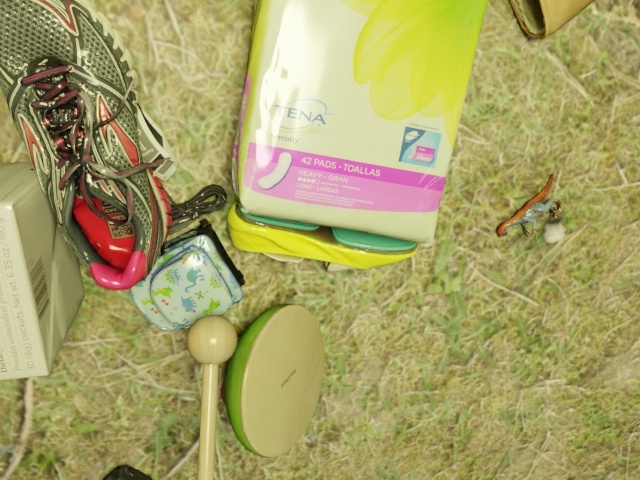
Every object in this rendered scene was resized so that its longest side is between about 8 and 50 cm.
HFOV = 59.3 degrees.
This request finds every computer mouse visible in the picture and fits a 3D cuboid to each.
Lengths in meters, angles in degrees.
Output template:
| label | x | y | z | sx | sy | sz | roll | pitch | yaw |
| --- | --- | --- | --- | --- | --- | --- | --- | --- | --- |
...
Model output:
| label | x | y | z | sx | sy | sz | roll | pitch | yaw |
| --- | --- | --- | --- | --- | --- | --- | --- | --- | --- |
| computer mouse | -0.195 | -0.095 | 0.619 | 0.106 | 0.042 | 0.193 | -27 | 118 | 7 |

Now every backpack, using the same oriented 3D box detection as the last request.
| label | x | y | z | sx | sy | sz | roll | pitch | yaw |
| --- | --- | --- | --- | --- | --- | --- | --- | --- | --- |
| backpack | -0.159 | 0.050 | 0.656 | 0.114 | 0.084 | 0.105 | -27 | 110 | 3 |

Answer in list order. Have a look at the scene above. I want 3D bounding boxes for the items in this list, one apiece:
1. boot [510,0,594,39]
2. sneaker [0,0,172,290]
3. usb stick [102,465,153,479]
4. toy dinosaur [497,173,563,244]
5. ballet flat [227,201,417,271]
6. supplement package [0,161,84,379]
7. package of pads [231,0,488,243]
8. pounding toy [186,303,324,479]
| label | x | y | z | sx | sy | sz | roll | pitch | yaw |
| --- | --- | --- | --- | --- | --- | --- | --- | --- | --- |
| boot | 0.305 | -0.386 | 0.585 | 0.270 | 0.089 | 0.236 | -32 | 112 | 3 |
| sneaker | -0.218 | -0.093 | 0.529 | 0.121 | 0.112 | 0.299 | -17 | 118 | 1 |
| usb stick | -0.336 | 0.423 | 0.781 | 0.077 | 0.045 | 0.278 | 37 | 99 | -28 |
| toy dinosaur | 0.273 | -0.035 | 0.745 | 0.082 | 0.047 | 0.090 | -8 | 78 | 1 |
| ballet flat | 0.000 | 0.000 | 0.683 | 0.231 | 0.077 | 0.077 | 11 | 129 | -12 |
| supplement package | -0.412 | 0.030 | 0.549 | 0.293 | 0.175 | 0.177 | -4 | 112 | -9 |
| package of pads | 0.032 | -0.159 | 0.594 | 0.229 | 0.101 | 0.296 | 9 | 99 | -14 |
| pounding toy | -0.098 | 0.164 | 0.680 | 0.110 | 0.237 | 0.182 | 3 | 88 | 29 |
